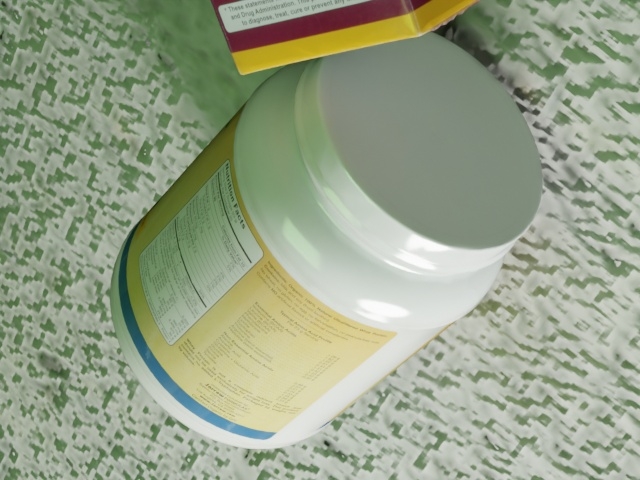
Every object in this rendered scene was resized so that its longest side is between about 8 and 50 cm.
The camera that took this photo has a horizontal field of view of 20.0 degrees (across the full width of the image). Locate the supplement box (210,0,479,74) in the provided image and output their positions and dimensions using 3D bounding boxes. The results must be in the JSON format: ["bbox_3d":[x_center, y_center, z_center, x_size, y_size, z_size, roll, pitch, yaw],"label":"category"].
[{"bbox_3d":[-0.008,-0.175,0.755,0.104,0.081,0.188,-8,110,40],"label":"supplement box"}]

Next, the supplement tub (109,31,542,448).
[{"bbox_3d":[0.000,0.000,0.882,0.144,0.144,0.200,50,135,4],"label":"supplement tub"}]
